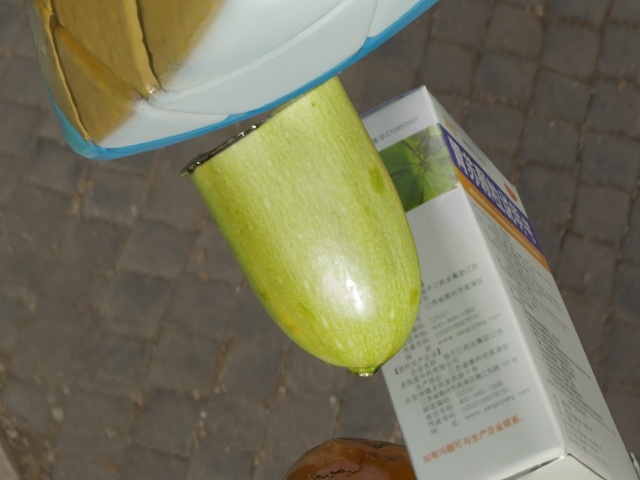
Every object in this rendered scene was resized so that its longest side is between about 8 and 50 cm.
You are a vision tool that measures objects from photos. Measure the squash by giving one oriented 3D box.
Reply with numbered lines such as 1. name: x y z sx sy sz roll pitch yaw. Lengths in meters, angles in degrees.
1. squash: 0.000 0.000 0.936 0.123 0.123 0.187 -28 96 -14

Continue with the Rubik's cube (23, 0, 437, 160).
1. Rubik's cube: -0.007 -0.134 0.594 0.254 0.254 0.254 1 66 -2

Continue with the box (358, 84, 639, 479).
1. box: 0.114 0.064 1.072 0.106 0.200 0.299 -28 59 15

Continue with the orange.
1. orange: 0.054 0.346 1.768 0.240 0.240 0.240 1 66 -2
